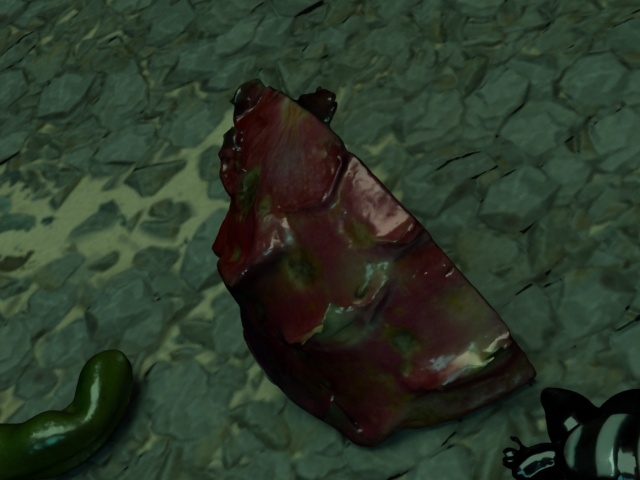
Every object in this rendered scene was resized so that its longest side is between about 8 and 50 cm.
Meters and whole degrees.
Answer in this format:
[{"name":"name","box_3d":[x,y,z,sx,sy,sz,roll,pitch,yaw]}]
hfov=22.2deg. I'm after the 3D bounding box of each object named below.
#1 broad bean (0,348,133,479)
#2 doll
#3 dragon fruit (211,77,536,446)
[{"name":"broad bean","box_3d":[-0.212,0.139,1.048,0.213,0.048,0.070,-30,44,4]},{"name":"doll","box_3d":[0.197,0.118,0.811,0.219,0.067,0.091,2,56,25]},{"name":"dragon fruit","box_3d":[-0.010,0.003,0.965,0.126,0.161,0.274,-36,45,-6]}]
